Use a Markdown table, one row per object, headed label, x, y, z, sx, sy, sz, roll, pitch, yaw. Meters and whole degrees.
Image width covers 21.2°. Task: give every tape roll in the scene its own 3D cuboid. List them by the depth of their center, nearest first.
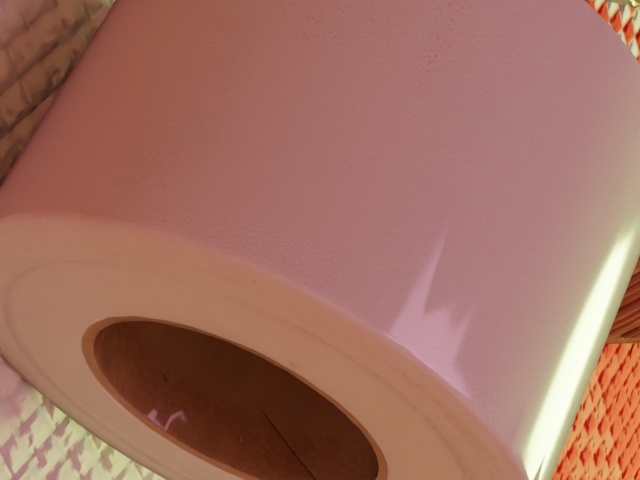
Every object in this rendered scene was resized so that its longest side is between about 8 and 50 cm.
| label | x | y | z | sx | sy | sz | roll | pitch | yaw |
| --- | --- | --- | --- | --- | --- | --- | --- | --- | --- |
| tape roll | 0.000 | 0.000 | 0.692 | 0.169 | 0.246 | 0.246 | -63 | 141 | -27 |

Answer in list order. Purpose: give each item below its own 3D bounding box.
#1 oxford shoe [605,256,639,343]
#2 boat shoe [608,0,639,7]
| label | x | y | z | sx | sy | sz | roll | pitch | yaw |
| --- | --- | --- | --- | --- | --- | --- | --- | --- | --- |
| oxford shoe | 0.229 | -0.013 | 1.163 | 0.397 | 0.140 | 0.146 | 27 | 42 | -49 |
| boat shoe | 0.174 | -0.268 | 0.992 | 0.113 | 0.103 | 0.302 | -63 | 149 | -33 |
